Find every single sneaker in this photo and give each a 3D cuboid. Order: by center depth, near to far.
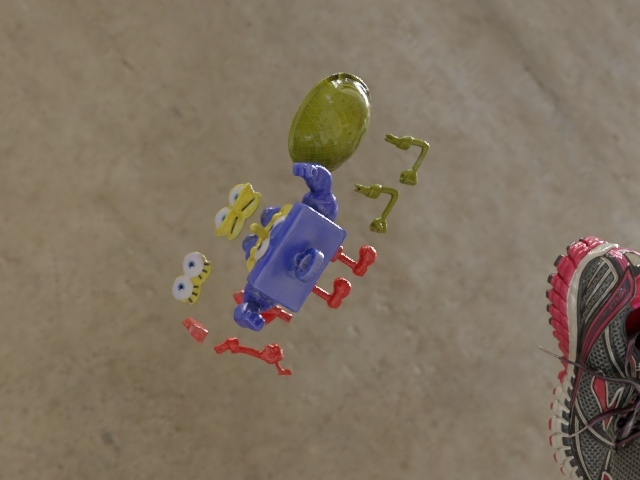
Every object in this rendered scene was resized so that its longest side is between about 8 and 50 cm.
[{"bbox_3d":[0.304,0.147,1.493,0.120,0.112,0.299,-28,120,-33],"label":"sneaker"}]

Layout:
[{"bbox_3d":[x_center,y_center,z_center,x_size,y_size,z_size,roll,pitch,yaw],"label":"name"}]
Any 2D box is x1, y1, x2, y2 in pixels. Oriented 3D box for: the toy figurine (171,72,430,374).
[{"bbox_3d":[0.000,0.000,1.639,0.191,0.363,0.217,35,1,-16],"label":"toy figurine"}]
